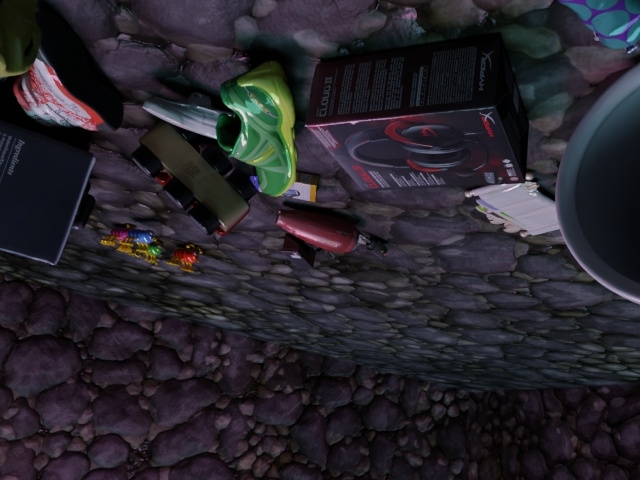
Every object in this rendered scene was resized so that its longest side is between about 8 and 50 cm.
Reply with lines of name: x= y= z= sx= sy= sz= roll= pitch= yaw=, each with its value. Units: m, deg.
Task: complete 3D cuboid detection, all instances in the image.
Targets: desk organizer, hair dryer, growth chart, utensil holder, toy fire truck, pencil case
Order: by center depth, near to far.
pencil case: x=0.283 y=-0.258 z=0.673 sx=0.152 sy=0.064 sz=0.070 roll=22 pitch=141 yaw=-28
utensil holder: x=0.540 y=-0.024 z=0.817 sx=0.328 sy=0.327 sz=0.386 roll=-10 pitch=155 yaw=44
toy fire truck: x=-0.218 y=-0.113 z=1.210 sx=0.217 sy=0.158 sz=0.246 roll=45 pitch=167 yaw=1
growth chart: x=0.388 y=-0.060 z=1.232 sx=0.237 sy=0.021 sz=0.172 roll=26 pitch=156 yaw=-37
hair dryer: x=0.000 y=0.000 z=1.511 sx=0.224 sy=0.080 sz=0.294 roll=-3 pitch=156 yaw=36
desk organizer: x=-0.055 y=0.030 z=1.663 sx=0.047 sy=0.050 sz=0.130 roll=3 pitch=159 yaw=20

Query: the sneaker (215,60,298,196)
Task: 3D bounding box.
sneaker: x=-0.102 y=-0.171 z=1.022 sx=0.124 sy=0.109 sz=0.295 roll=-11 pitch=152 yaw=-5

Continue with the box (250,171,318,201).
box: x=-0.073 y=-0.117 z=1.304 sx=0.136 sy=0.028 sz=0.081 roll=12 pitch=161 yaw=2

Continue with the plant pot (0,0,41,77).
plant pot: x=-0.490 y=-0.284 z=0.758 sx=0.254 sy=0.275 sz=0.276 roll=-2 pitch=160 yaw=0

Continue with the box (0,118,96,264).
box: x=-0.638 y=-0.131 z=1.151 sx=0.396 sy=0.211 sz=0.293 roll=19 pitch=180 yaw=-23

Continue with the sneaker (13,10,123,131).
sneaker: x=-0.431 y=-0.254 z=1.009 sx=0.145 sy=0.090 sz=0.270 roll=5 pitch=162 yaw=9

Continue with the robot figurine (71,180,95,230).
robot figurine: x=-0.655 y=-0.098 z=1.426 sx=0.279 sy=0.209 sz=0.173 roll=10 pitch=-164 yaw=0

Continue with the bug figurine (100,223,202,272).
bug figurine: x=-0.476 y=0.013 z=1.801 sx=0.216 sy=0.072 sz=0.279 roll=7 pitch=166 yaw=29

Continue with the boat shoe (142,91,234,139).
boat shoe: x=-0.196 y=-0.209 z=1.058 sx=0.184 sy=0.063 sz=0.066 roll=17 pitch=-177 yaw=-20

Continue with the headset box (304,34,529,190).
headset box: x=0.133 y=-0.167 z=0.931 sx=0.294 sy=0.110 sz=0.218 roll=0 pitch=158 yaw=27

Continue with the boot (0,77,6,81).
boot: x=-0.580 y=-0.288 z=1.017 sx=0.161 sy=0.083 sz=0.247 roll=19 pitch=161 yaw=-40
